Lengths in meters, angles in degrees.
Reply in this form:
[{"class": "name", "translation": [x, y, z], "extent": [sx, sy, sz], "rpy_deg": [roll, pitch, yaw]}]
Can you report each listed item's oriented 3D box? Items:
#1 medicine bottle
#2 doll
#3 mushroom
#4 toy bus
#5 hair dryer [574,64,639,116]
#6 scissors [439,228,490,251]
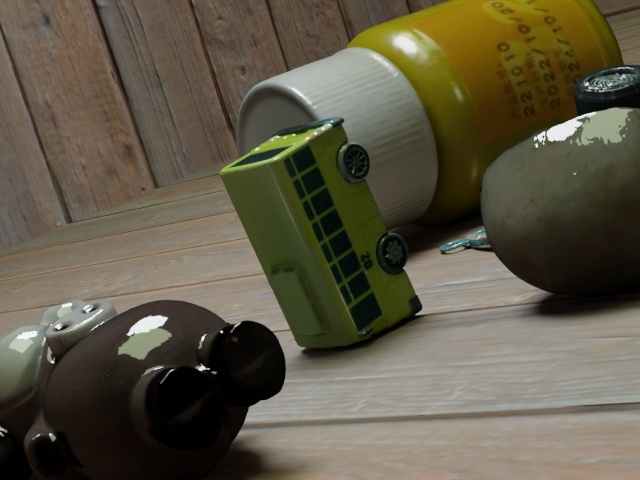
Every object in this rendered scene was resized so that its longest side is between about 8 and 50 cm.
[{"class": "medicine bottle", "translation": [0.118, -0.131, 1.720], "extent": [0.384, 0.224, 0.224], "rpy_deg": [-22, 9, -32]}, {"class": "doll", "translation": [-0.137, 0.104, 1.089], "extent": [0.182, 0.117, 0.257], "rpy_deg": [-31, 16, -36]}, {"class": "mushroom", "translation": [0.201, -0.017, 1.184], "extent": [0.188, 0.141, 0.117], "rpy_deg": [-18, 41, 35]}, {"class": "toy bus", "translation": [0.000, 0.000, 1.305], "extent": [0.101, 0.175, 0.088], "rpy_deg": [-33, 16, -38]}, {"class": "hair dryer", "translation": [0.299, -0.068, 1.364], "extent": [0.071, 0.124, 0.219], "rpy_deg": [-24, 26, -23]}, {"class": "scissors", "translation": [0.150, -0.001, 1.525], "extent": [0.058, 0.014, 0.119], "rpy_deg": [-21, 5, -13]}]
